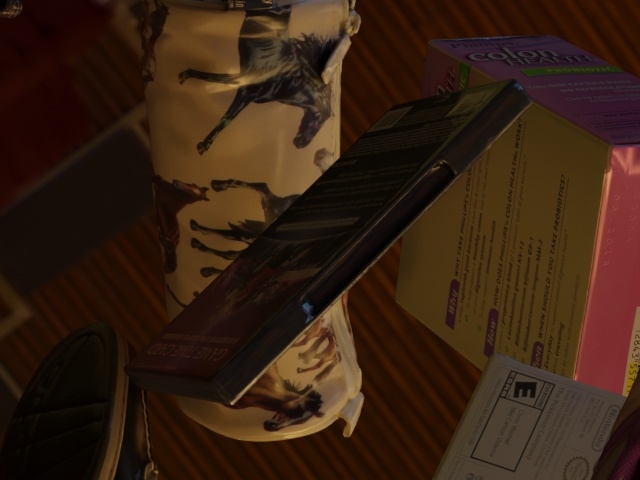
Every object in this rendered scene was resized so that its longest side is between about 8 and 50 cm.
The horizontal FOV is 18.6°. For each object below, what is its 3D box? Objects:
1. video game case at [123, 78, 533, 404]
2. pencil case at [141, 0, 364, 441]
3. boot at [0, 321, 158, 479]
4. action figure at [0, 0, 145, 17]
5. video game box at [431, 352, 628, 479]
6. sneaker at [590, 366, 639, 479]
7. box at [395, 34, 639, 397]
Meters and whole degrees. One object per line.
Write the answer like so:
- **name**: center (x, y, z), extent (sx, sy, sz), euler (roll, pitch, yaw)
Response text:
- **video game case**: center (0.000, 0.000, 1.273), extent (0.274, 0.026, 0.196), euler (-46, -166, -16)
- **pencil case**: center (-0.048, -0.037, 1.619), extent (0.183, 0.410, 0.160), euler (8, -156, 27)
- **boot**: center (-0.135, 0.283, 1.684), extent (0.138, 0.284, 0.377), euler (-25, -127, 33)
- **action figure**: center (-0.178, -0.224, 1.372), extent (0.185, 0.099, 0.285), euler (-43, -157, -22)
- **video game box**: center (0.133, 0.174, 0.970), extent (0.187, 0.048, 0.205), euler (16, -116, 26)
- **sneaker**: center (0.168, 0.062, 0.801), extent (0.104, 0.095, 0.236), euler (20, 92, -77)
- **box**: center (0.172, -0.012, 1.408), extent (0.117, 0.214, 0.243), euler (-6, -156, -27)
